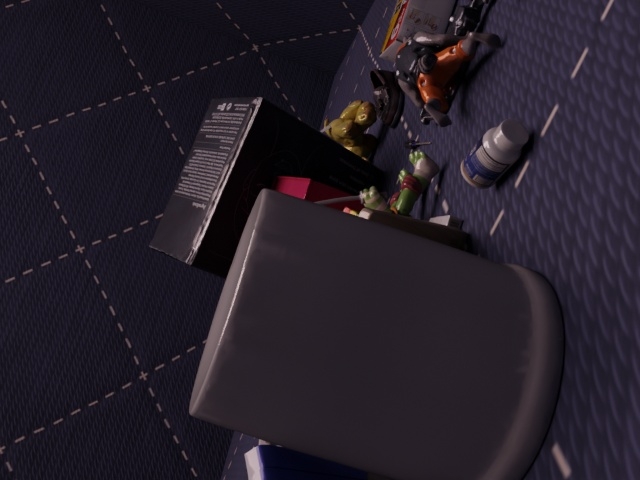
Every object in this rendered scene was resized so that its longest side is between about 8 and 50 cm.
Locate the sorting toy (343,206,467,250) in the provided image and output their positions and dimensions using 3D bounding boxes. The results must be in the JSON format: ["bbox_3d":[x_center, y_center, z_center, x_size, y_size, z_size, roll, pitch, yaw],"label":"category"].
[{"bbox_3d":[0.098,0.073,1.166,0.089,0.257,0.255,32,106,44],"label":"sorting toy"}]

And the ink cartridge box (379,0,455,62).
[{"bbox_3d":[0.281,-0.655,1.931,0.272,0.130,0.309,-165,93,-82],"label":"ink cartridge box"}]

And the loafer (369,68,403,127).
[{"bbox_3d":[0.194,-0.449,2.140,0.302,0.095,0.109,-84,15,-53],"label":"loafer"}]

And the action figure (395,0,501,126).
[{"bbox_3d":[0.258,-0.419,1.491,0.330,0.178,0.341,-123,50,-66],"label":"action figure"}]

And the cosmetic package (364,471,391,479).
[{"bbox_3d":[0.068,0.421,1.131,0.309,0.113,0.160,157,130,-77],"label":"cosmetic package"}]

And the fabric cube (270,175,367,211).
[{"bbox_3d":[0.000,0.000,1.735,0.254,0.258,0.259,18,90,65],"label":"fabric cube"}]

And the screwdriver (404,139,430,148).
[{"bbox_3d":[0.245,-0.238,1.699,0.170,0.025,0.024,-154,83,-72],"label":"screwdriver"}]

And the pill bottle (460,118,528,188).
[{"bbox_3d":[0.282,-0.141,1.108,0.120,0.067,0.067,123,163,-57],"label":"pill bottle"}]

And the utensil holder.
[{"bbox_3d":[0.057,0.136,0.903,0.327,0.385,0.328,-162,90,-81],"label":"utensil holder"}]

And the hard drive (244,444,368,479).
[{"bbox_3d":[0.020,0.416,0.830,0.040,0.210,0.319,-38,49,25],"label":"hard drive"}]

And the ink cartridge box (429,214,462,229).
[{"bbox_3d":[0.228,-0.012,1.298,0.115,0.029,0.063,178,110,-81],"label":"ink cartridge box"}]

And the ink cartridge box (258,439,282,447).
[{"bbox_3d":[-0.098,0.563,1.674,0.278,0.117,0.201,-91,6,-64],"label":"ink cartridge box"}]

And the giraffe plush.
[{"bbox_3d":[0.114,-0.327,2.220,0.210,0.170,0.181,-27,29,16],"label":"giraffe plush"}]

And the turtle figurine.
[{"bbox_3d":[0.114,-0.075,1.450,0.266,0.274,0.198,-53,-38,-27],"label":"turtle figurine"}]

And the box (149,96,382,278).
[{"bbox_3d":[-0.148,-0.093,1.971,0.297,0.480,0.472,14,80,53],"label":"box"}]
